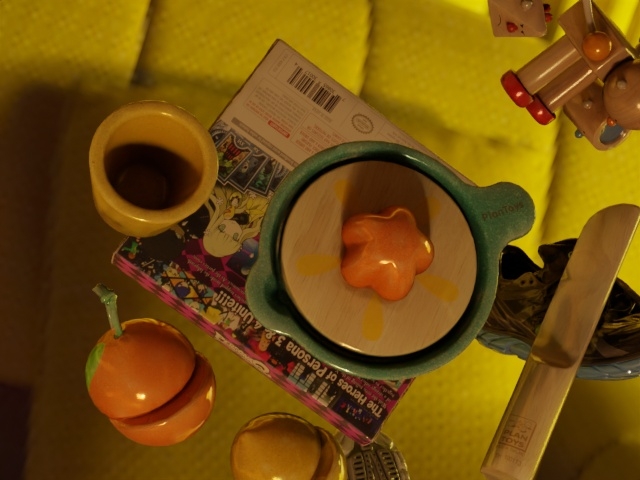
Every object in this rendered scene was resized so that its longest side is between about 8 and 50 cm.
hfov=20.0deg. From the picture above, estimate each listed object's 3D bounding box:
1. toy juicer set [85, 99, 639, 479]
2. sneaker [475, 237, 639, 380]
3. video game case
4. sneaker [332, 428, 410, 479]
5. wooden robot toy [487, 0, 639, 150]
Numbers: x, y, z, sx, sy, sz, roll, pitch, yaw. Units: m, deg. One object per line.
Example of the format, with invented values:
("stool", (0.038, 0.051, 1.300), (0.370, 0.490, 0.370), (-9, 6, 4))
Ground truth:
("toy juicer set", (0.029, 0.047, 0.982), (0.329, 0.209, 0.089), (8, -18, -12))
("sneaker", (0.157, 0.040, 1.092), (0.067, 0.078, 0.188), (-3, 10, -35))
("video game case", (0.000, 0.000, 1.339), (0.232, 0.210, 0.042), (36, -17, -1))
("sneaker", (0.030, 0.265, 1.400), (0.090, 0.232, 0.115), (3, -23, -34))
("wooden robot toy", (0.149, -0.074, 0.932), (0.173, 0.076, 0.079), (30, 20, -50))
